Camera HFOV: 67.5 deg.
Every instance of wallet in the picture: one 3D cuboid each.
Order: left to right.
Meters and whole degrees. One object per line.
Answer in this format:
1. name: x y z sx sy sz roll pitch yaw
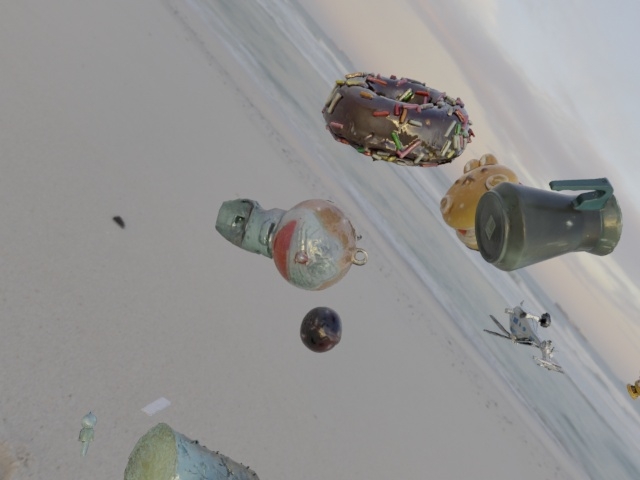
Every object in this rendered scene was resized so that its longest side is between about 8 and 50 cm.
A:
1. wallet: -0.500 0.505 1.458 0.044 0.011 0.083 19 17 24

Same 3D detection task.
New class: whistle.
1. whistle: -0.551 0.455 1.130 0.035 0.035 0.100 30 52 -49
2. whistle: -0.073 -0.005 0.950 0.348 0.189 0.189 15 5 20

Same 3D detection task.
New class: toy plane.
1. toy plane: 0.493 0.214 1.148 0.182 0.107 0.273 20 7 22

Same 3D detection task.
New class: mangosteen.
1. mangosteen: 0.010 0.290 1.547 0.152 0.152 0.152 45 17 -18

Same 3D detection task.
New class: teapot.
1. teapot: 0.428 -0.039 0.898 0.203 0.225 0.171 92 -6 -55

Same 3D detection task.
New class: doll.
1. doll: 0.897 0.382 1.290 0.073 0.127 0.084 -8 69 -47

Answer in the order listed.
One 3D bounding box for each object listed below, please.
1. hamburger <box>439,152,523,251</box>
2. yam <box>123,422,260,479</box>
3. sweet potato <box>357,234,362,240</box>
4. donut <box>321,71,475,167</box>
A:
1. hamburger: 0.512 -0.132 1.488 0.186 0.261 0.302 47 56 -21
2. yam: -0.325 0.641 1.228 0.348 0.241 0.241 45 16 -37
3. sweet potato: -0.002 0.000 1.361 0.270 0.074 0.074 -2 37 -13
4. donut: 0.135 -0.218 0.839 0.270 0.103 0.269 9 30 -5
